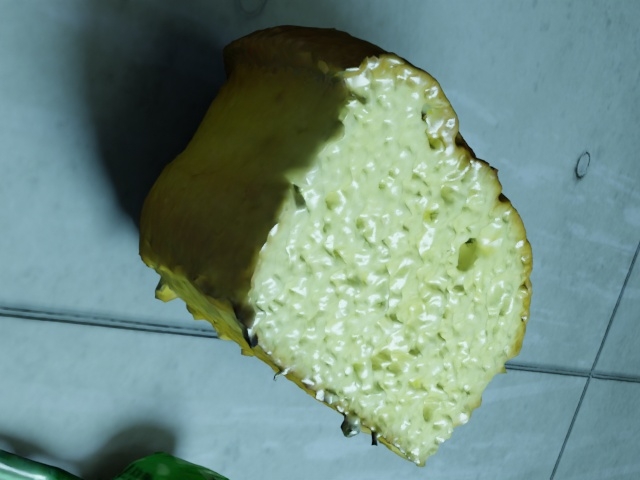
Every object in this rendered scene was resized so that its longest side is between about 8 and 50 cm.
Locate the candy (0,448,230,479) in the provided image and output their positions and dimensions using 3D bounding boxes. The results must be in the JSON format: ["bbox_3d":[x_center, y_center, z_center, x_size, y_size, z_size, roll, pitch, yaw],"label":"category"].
[{"bbox_3d":[-0.166,0.144,0.708,0.323,0.097,0.097,35,80,-46],"label":"candy"}]

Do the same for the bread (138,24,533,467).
[{"bbox_3d":[0.000,0.000,0.744,0.194,0.179,0.340,-58,146,-10],"label":"bread"}]
